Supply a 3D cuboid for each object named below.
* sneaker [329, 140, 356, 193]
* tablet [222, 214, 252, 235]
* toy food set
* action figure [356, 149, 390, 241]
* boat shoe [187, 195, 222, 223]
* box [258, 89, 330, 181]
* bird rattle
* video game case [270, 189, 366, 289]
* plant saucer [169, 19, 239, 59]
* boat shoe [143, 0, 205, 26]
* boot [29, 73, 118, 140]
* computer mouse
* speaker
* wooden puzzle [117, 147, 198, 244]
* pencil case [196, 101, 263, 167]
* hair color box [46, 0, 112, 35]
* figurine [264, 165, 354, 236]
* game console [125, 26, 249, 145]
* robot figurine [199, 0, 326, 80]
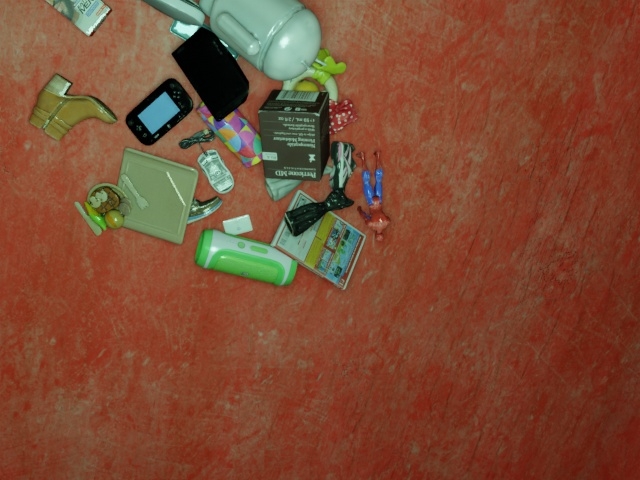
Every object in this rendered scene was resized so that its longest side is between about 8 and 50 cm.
[{"bbox_3d":[0.077,-0.219,1.686,0.077,0.072,0.178,-7,116,-24],"label":"sneaker"},{"bbox_3d":[-0.258,-0.045,1.688,0.083,0.006,0.054,-16,112,-9],"label":"tablet"},{"bbox_3d":[-0.598,-0.096,1.531,0.192,0.038,0.132,-28,108,13],"label":"toy food set"},{"bbox_3d":[0.164,-0.134,1.735,0.091,0.139,0.281,-7,88,-9],"label":"action figure"},{"bbox_3d":[-0.382,-0.093,1.606,0.183,0.066,0.066,-27,112,-4],"label":"boat shoe"},{"bbox_3d":[-0.067,-0.296,1.515,0.168,0.167,0.203,4,126,9],"label":"box"},{"bbox_3d":[-0.008,-0.427,1.587,0.206,0.143,0.254,-11,124,1],"label":"bird rattle"},{"bbox_3d":[0.000,0.000,1.708,0.285,0.025,0.204,33,66,-22],"label":"video game case"},{"bbox_3d":[-0.314,-0.554,1.493,0.192,0.018,0.067,27,100,-22],"label":"plant saucer"},{"bbox_3d":[-0.418,-0.652,1.364,0.306,0.113,0.105,28,90,3],"label":"boat shoe"},{"bbox_3d":[-0.661,-0.329,1.451,0.197,0.073,0.152,33,96,-10],"label":"boot"},{"bbox_3d":[-0.323,-0.226,1.591,0.106,0.042,0.193,-30,108,-8],"label":"computer mouse"},{"bbox_3d":[-0.227,0.054,1.666,0.296,0.131,0.131,15,104,-19],"label":"speaker"},{"bbox_3d":[-0.476,-0.126,1.558,0.220,0.044,0.239,17,108,1],"label":"wooden puzzle"},{"bbox_3d":[-0.246,-0.317,1.552,0.104,0.104,0.236,-41,116,1],"label":"pencil case"},{"bbox_3d":[-0.628,-0.611,1.370,0.167,0.053,0.093,39,96,-22],"label":"hair color box"},{"bbox_3d":[-0.036,-0.147,1.626,0.209,0.092,0.215,-26,70,-11],"label":"figurine"},{"bbox_3d":[-0.368,-0.379,1.455,0.361,0.044,0.213,-34,92,19],"label":"game console"},{"bbox_3d":[-0.141,-0.555,1.401,0.353,0.300,0.200,39,133,4],"label":"robot figurine"}]
